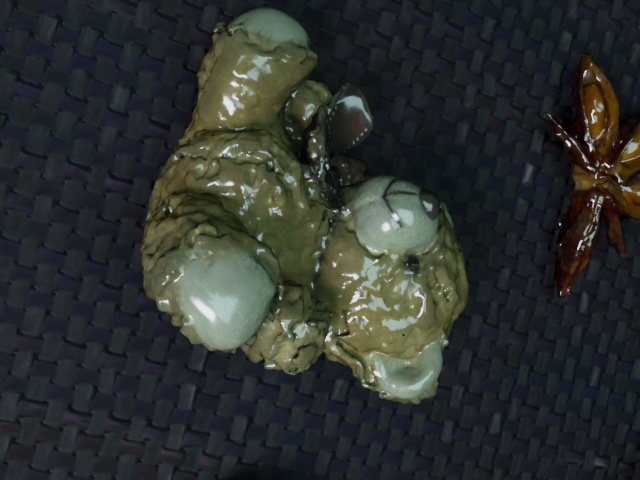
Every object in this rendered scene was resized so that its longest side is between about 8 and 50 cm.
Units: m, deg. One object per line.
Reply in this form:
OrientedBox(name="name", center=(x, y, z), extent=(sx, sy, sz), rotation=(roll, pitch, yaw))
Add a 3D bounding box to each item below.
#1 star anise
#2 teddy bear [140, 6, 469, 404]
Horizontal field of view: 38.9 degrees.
OrientedBox(name="star anise", center=(0.266, -0.062, 0.804), extent=(0.157, 0.053, 0.212), rotation=(-9, 95, -21))
OrientedBox(name="teddy bear", center=(0.000, 0.000, 0.646), extent=(0.256, 0.156, 0.267), rotation=(24, 55, -18))
